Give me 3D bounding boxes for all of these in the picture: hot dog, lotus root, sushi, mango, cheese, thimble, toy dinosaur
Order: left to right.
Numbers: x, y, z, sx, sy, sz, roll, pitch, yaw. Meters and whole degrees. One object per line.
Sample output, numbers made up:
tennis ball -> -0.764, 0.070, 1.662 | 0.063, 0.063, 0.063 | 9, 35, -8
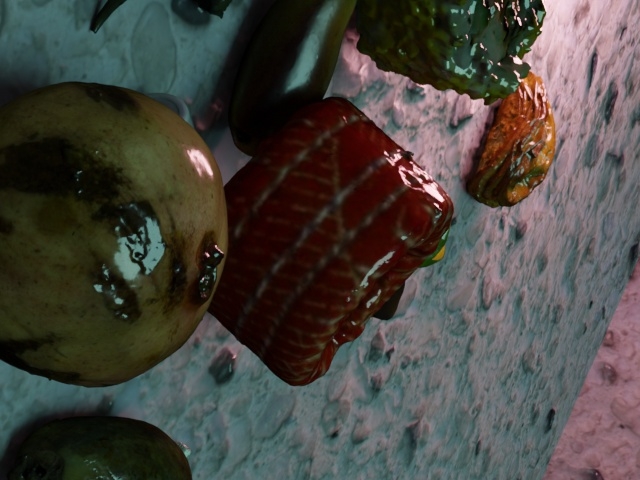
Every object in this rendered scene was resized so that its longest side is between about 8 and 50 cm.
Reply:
lotus root -> -0.258, 0.302, 1.552 | 0.275, 0.152, 0.160 | 20, 82, -62
toy dinosaur -> -0.149, -0.273, 1.420 | 0.187, 0.087, 0.179 | 35, 77, -59
mango -> -0.037, -0.230, 1.605 | 0.133, 0.111, 0.267 | 29, 89, -52
thimble -> 0.000, 0.000, 1.599 | 0.350, 0.230, 0.350 | -45, 170, -10
cheese -> 0.118, 0.055, 2.128 | 0.086, 0.036, 0.162 | 18, 93, -58
sushi -> 0.207, -0.407, 1.765 | 0.396, 0.240, 0.351 | -62, 149, -17
hot dog -> 0.372, -0.181, 2.313 | 0.259, 0.114, 0.175 | -65, 152, -4

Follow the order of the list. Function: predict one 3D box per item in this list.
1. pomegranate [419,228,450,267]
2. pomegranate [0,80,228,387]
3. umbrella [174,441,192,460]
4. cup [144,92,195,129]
pomegranate -> 0.150, -0.023, 2.051 | 0.122, 0.143, 0.169 | -22, 175, -2
pomegranate -> -0.234, -0.006, 1.269 | 0.322, 0.322, 0.322 | -37, 138, -43
umbrella -> -0.236, 0.367, 1.734 | 0.188, 0.046, 0.050 | -58, -168, -17
cup -> -0.197, -0.082, 1.453 | 0.136, 0.099, 0.133 | -50, 147, -31
